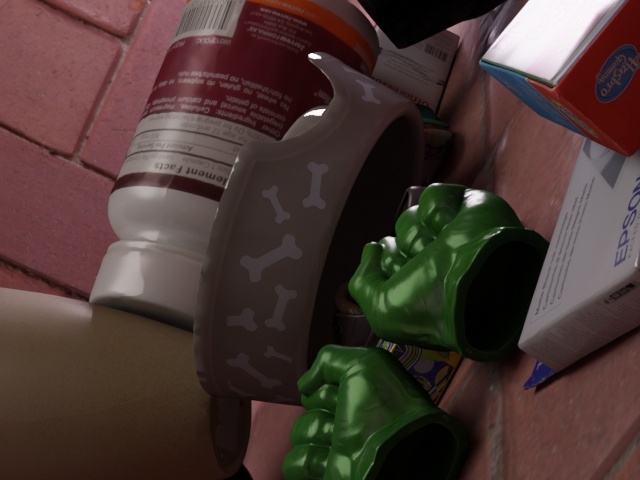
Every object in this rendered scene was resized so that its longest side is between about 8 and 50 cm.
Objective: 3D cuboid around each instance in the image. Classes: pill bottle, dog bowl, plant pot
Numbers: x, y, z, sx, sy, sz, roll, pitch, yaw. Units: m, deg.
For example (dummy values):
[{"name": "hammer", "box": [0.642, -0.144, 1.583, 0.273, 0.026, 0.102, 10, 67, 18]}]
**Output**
[{"name": "pill bottle", "box": [-0.095, -0.078, 1.834, 0.224, 0.224, 0.392, 140, 151, -69]}, {"name": "dog bowl", "box": [0.000, 0.000, 1.620, 0.349, 0.102, 0.349, 19, -90, -75]}, {"name": "plant pot", "box": [-0.217, 0.173, 1.717, 0.256, 0.274, 0.257, -1, -90, -74]}]

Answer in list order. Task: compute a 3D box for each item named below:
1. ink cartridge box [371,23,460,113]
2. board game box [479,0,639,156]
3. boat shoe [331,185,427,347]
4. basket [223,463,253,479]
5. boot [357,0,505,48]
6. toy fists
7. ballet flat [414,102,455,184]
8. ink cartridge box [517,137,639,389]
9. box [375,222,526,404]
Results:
[{"name": "ink cartridge box", "box": [0.096, -0.199, 2.003, 0.056, 0.099, 0.135, -54, 13, 56]}, {"name": "board game box", "box": [0.243, -0.206, 1.069, 0.316, 0.064, 0.242, -50, 10, 5]}, {"name": "boat shoe", "box": [0.055, 0.065, 1.520, 0.285, 0.092, 0.103, -59, 11, 32]}, {"name": "basket", "box": [-0.176, 0.360, 1.866, 0.227, 0.154, 0.204, 120, 172, -47]}, {"name": "boot", "box": [0.168, -0.408, 1.976, 0.367, 0.146, 0.445, -42, 18, 6]}, {"name": "toy fists", "box": [0.062, 0.086, 1.286, 0.279, 0.096, 0.142, -65, 28, 1]}, {"name": "ballet flat", "box": [0.101, -0.102, 1.835, 0.221, 0.076, 0.079, -91, 10, -81]}, {"name": "ink cartridge box", "box": [0.197, -0.030, 1.120, 0.223, 0.045, 0.224, -68, 10, -27]}, {"name": "box", "box": [0.104, 0.048, 1.394, 0.169, 0.059, 0.054, -63, 11, 9]}]
